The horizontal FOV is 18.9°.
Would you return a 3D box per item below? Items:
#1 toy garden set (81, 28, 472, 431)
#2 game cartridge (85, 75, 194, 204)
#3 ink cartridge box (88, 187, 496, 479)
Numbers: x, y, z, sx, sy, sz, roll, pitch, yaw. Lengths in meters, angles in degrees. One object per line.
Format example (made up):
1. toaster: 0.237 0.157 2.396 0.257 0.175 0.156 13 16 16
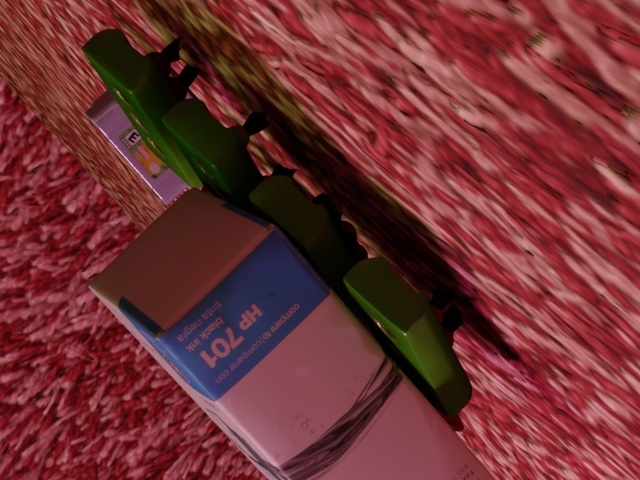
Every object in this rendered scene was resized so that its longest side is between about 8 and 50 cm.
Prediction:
1. toy garden set: 0.000 0.000 1.004 0.244 0.049 0.204 41 171 29
2. game cartridge: -0.096 -0.066 1.147 0.083 0.056 0.017 50 173 -37
3. ink cartridge box: -0.012 0.073 0.959 0.190 0.082 0.139 50 171 -20
